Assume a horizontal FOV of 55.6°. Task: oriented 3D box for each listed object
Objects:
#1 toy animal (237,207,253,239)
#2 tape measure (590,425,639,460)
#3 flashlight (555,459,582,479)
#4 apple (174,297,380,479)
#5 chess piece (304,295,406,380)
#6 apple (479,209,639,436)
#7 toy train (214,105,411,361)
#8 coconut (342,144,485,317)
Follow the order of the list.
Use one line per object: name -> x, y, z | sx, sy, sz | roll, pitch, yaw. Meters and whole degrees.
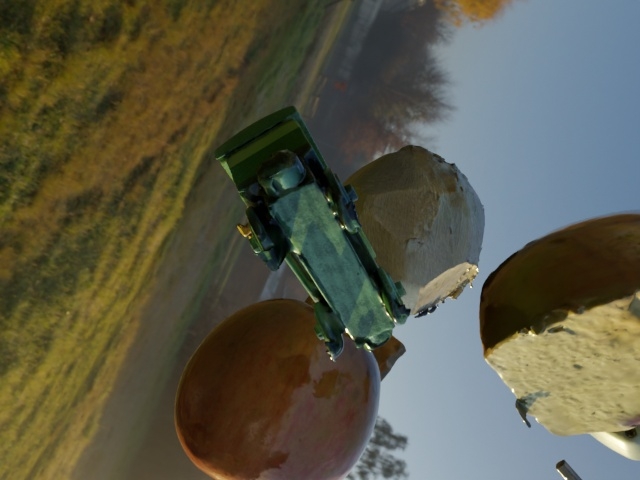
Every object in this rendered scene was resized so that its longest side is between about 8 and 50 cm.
toy animal -> -0.127, -0.079, 1.752 | 0.229, 0.156, 0.156 | -34, 171, -21
tape measure -> 0.622, 0.295, 1.231 | 0.243, 0.125, 0.246 | -43, -148, -13
flashlight -> 0.412, 0.390, 0.973 | 0.018, 0.083, 0.018 | -44, 176, 29
apple -> -0.064, 0.276, 1.105 | 0.364, 0.363, 0.364 | -157, -90, -86
chess piece -> 0.072, 0.229, 1.429 | 0.301, 0.137, 0.137 | 37, -73, 51
apple -> 0.358, 0.084, 0.660 | 0.309, 0.252, 0.314 | -25, 171, 30
toy train -> 0.000, 0.000, 0.717 | 0.120, 0.301, 0.202 | -30, -143, 3
coconut -> 0.187, -0.028, 1.344 | 0.346, 0.345, 0.361 | -88, 176, -80
